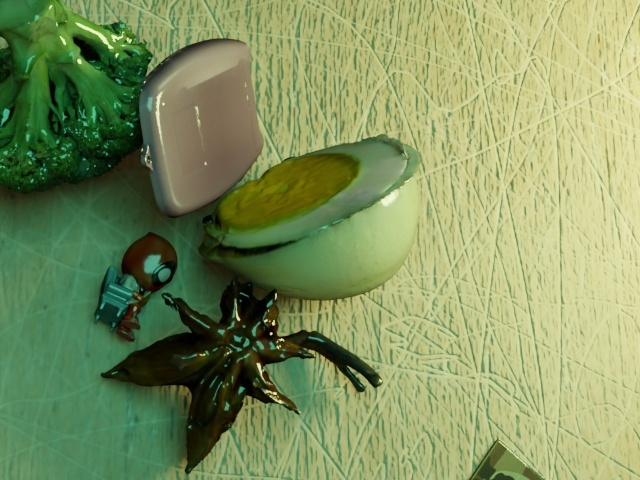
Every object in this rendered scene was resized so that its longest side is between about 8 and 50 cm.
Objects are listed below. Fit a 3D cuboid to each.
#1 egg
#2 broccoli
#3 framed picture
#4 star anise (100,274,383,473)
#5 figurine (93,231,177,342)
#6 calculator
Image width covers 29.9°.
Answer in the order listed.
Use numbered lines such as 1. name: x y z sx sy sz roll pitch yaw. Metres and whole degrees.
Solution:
1. egg: 0.004 0.000 1.502 0.286 0.264 0.174 -32 115 -33
2. broccoli: -0.316 -0.180 1.425 0.270 0.270 0.270 -3 54 4
3. framed picture: 0.230 0.375 1.552 0.136 0.010 0.201 41 63 0
4. star anise: -0.084 0.159 1.455 0.346 0.148 0.237 2 92 -22
5. figurine: -0.228 0.049 1.482 0.075 0.068 0.140 27 57 -2
6. calculator: -0.142 -0.143 1.477 0.294 0.043 0.194 -46 133 -59
